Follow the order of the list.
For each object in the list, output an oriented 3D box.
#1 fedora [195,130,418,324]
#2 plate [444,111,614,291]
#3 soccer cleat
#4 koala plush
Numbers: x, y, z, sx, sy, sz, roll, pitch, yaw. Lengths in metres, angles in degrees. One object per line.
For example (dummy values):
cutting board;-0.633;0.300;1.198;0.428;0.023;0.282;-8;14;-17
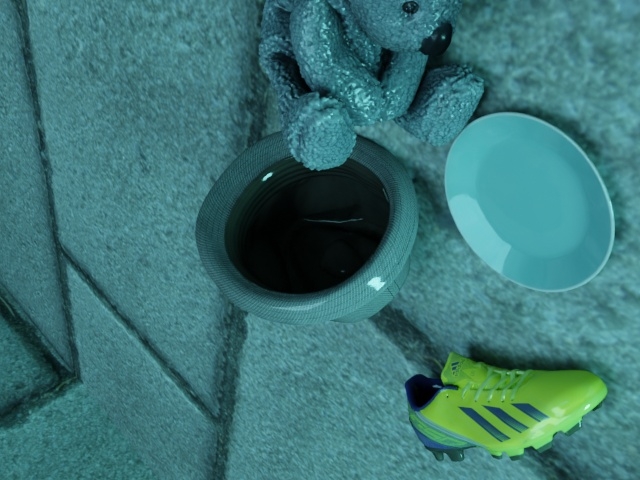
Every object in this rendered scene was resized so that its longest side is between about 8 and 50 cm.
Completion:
fedora;0.000;0.000;0.900;0.275;0.243;0.124;22;161;37
plate;0.200;-0.038;0.740;0.188;0.024;0.188;33;139;34
soccer cleat;0.189;0.177;0.863;0.289;0.093;0.121;-34;80;56
koala plush;0.053;-0.206;0.659;0.203;0.196;0.221;66;153;17
